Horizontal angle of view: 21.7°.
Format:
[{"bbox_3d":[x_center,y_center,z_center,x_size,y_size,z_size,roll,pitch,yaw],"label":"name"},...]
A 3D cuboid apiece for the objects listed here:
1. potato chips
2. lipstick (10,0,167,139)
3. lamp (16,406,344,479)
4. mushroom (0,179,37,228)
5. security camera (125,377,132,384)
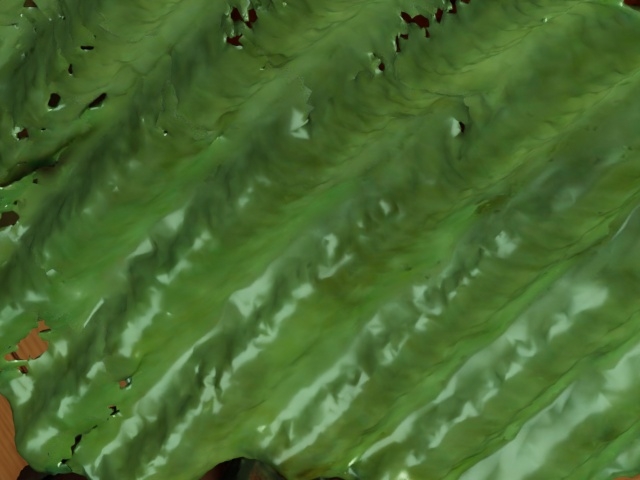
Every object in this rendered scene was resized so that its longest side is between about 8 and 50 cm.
[{"bbox_3d":[0.000,-0.007,0.695,0.373,0.097,0.389,14,136,0],"label":"potato chips"},{"bbox_3d":[-0.120,-0.080,0.797,0.079,0.077,0.253,50,173,40],"label":"lipstick"},{"bbox_3d":[-0.081,0.173,0.931,0.180,0.180,0.258,54,138,2],"label":"lamp"},{"bbox_3d":[-0.306,-0.024,1.049,0.407,0.137,0.154,10,108,45],"label":"mushroom"},{"bbox_3d":[-0.119,0.064,0.999,0.058,0.058,0.092,-20,89,46],"label":"security camera"}]
